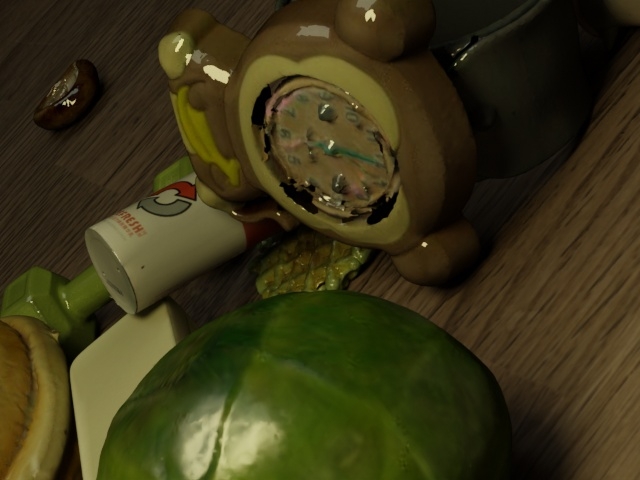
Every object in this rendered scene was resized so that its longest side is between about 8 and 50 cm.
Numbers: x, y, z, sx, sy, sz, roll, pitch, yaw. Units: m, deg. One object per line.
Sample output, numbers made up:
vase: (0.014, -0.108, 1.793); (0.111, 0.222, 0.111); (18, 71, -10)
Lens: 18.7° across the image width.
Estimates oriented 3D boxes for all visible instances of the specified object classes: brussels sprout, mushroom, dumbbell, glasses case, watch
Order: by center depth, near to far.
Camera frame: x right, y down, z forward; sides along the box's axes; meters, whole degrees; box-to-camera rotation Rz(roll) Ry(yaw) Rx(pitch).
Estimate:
brussels sprout: (-0.031, 0.191, 1.488); (0.355, 0.281, 0.289); (-29, 29, 48)
watch: (0.070, -0.173, 1.827); (0.335, 0.314, 0.327); (10, 40, 34)
glasses case: (-0.161, 0.164, 1.831); (0.131, 0.070, 0.313); (-40, 24, 6)
dumbbell: (-0.218, 0.030, 2.146); (0.302, 0.108, 0.121); (-35, 29, 19)
mushroom: (-0.350, -0.198, 2.710); (0.123, 0.052, 0.123); (-39, 20, 17)

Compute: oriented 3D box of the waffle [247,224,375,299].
waffle: (0.000, 0.000, 1.966); (0.169, 0.036, 0.183); (-50, 27, -6)

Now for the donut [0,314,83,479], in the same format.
donut: (-0.406, 0.256, 1.996); (0.449, 0.198, 0.449); (-33, 30, 22)

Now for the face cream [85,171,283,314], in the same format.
face cream: (-0.119, -0.019, 1.933); (0.214, 0.096, 0.096); (-30, 22, -21)

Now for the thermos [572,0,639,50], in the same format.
thermos: (0.313, -0.264, 1.809); (0.193, 0.105, 0.137); (-23, 78, 48)
